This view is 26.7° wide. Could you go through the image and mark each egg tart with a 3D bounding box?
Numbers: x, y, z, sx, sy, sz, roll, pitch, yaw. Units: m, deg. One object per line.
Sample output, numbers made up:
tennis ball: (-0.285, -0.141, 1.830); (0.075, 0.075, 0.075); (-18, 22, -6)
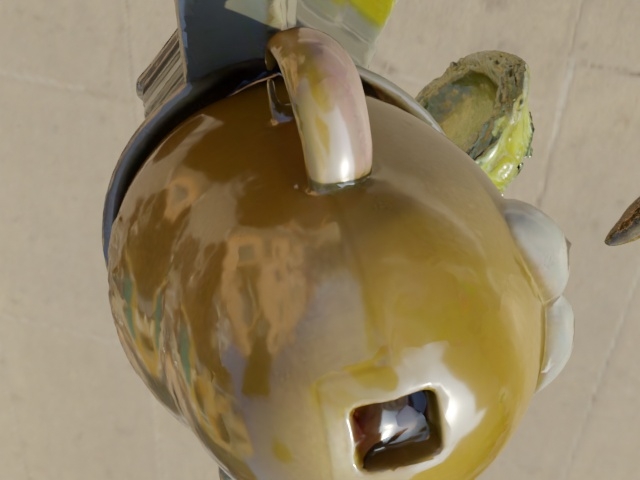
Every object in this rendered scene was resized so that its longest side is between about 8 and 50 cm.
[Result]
egg tart: (0.140, -0.099, 1.295); (0.078, 0.197, 0.197); (34, 135, -27)

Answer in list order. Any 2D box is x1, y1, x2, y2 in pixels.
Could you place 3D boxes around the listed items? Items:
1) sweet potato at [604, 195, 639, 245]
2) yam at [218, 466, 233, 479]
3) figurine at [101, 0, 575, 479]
sweet potato: (0.346, -0.039, 1.343); (0.153, 0.038, 0.041); (-31, 105, 25)
yam: (0.017, 0.097, 0.795); (0.093, 0.259, 0.093); (3, 102, 16)
figurine: (-0.001, 0.001, 0.532); (0.167, 0.285, 0.342); (-31, 111, 8)
